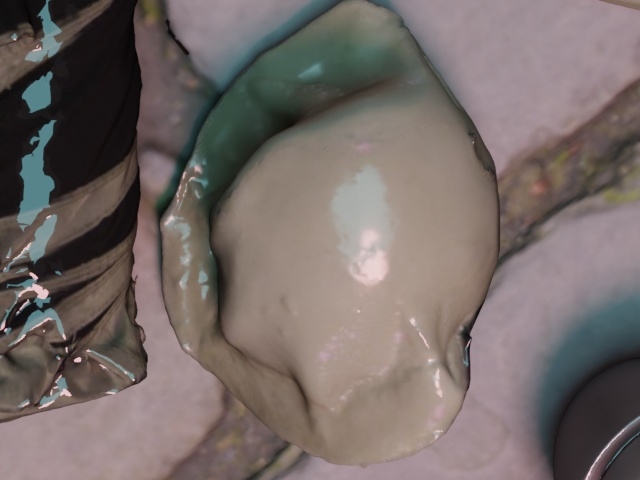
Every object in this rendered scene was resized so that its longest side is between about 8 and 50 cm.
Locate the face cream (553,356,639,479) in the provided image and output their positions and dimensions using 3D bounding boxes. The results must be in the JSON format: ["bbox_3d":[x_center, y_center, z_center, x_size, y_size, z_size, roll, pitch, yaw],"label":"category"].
[{"bbox_3d":[0.164,0.113,0.570,0.117,0.104,0.117,-2,108,-8],"label":"face cream"}]

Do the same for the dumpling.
[{"bbox_3d":[0.000,0.001,0.522,0.150,0.092,0.176,-8,115,9],"label":"dumpling"}]

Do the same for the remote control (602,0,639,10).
[{"bbox_3d":[0.216,-0.125,0.527,0.230,0.049,0.090,6,110,-12],"label":"remote control"}]

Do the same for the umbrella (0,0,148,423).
[{"bbox_3d":[-0.109,-0.113,0.459,0.106,0.113,0.358,3,101,-6],"label":"umbrella"}]
